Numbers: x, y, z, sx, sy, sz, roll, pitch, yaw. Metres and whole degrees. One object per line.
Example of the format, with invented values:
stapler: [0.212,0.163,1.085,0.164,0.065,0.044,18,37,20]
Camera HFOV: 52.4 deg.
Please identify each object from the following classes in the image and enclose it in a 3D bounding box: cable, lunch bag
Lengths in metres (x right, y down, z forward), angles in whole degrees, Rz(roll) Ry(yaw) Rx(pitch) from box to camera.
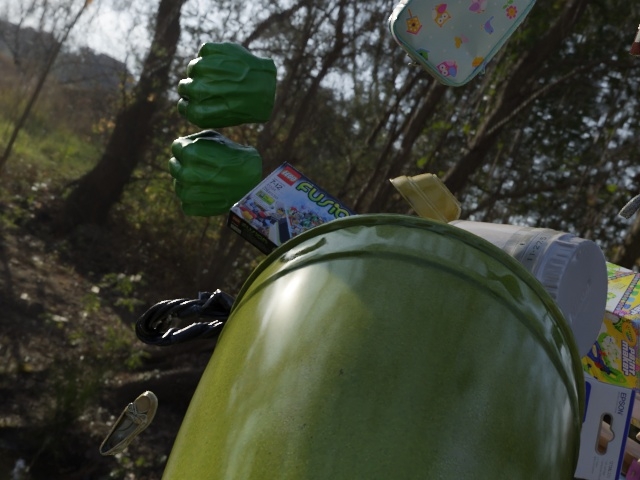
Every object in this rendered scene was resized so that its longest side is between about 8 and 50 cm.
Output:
cable: [-0.181,0.127,0.960,0.150,0.047,0.184,-22,-22,8]
lunch bag: [0.290,-0.463,1.334,0.224,0.279,0.108,38,11,-14]

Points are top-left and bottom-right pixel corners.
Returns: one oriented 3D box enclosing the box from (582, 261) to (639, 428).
box: [0.698,0.232,1.556,0.177,0.290,0.279,-23,27,-22]

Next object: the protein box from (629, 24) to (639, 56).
protein box: [0.671,-0.339,1.059,0.199,0.136,0.201,8,18,-18]

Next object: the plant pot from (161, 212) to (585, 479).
plant pot: [0.029,0.208,0.502,0.366,0.367,0.353,22,24,7]

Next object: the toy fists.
toy fists: [-0.166,-0.171,1.029,0.142,0.279,0.096,-5,27,-39]

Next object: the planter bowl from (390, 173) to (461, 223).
planter bowl: [0.267,-0.092,1.536,0.217,0.090,0.217,47,10,-11]

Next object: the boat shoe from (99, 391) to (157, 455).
boat shoe: [-0.395,0.378,1.339,0.056,0.153,0.048,42,2,14]

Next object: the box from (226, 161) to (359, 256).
box: [0.000,0.000,0.801,0.207,0.114,0.036,36,-36,10]

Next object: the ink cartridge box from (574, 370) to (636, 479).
ink cartridge box: [0.346,0.295,1.159,0.370,0.176,0.069,11,7,26]

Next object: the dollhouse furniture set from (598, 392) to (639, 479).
dollhouse furniture set: [0.523,0.468,1.278,0.303,0.287,0.198,-24,40,-34]

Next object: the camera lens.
camera lens: [0.318,0.082,1.119,0.274,0.220,0.219,9,-10,44]

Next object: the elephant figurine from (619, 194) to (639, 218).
elephant figurine: [0.695,-0.069,1.150,0.239,0.169,0.186,23,-1,-35]
